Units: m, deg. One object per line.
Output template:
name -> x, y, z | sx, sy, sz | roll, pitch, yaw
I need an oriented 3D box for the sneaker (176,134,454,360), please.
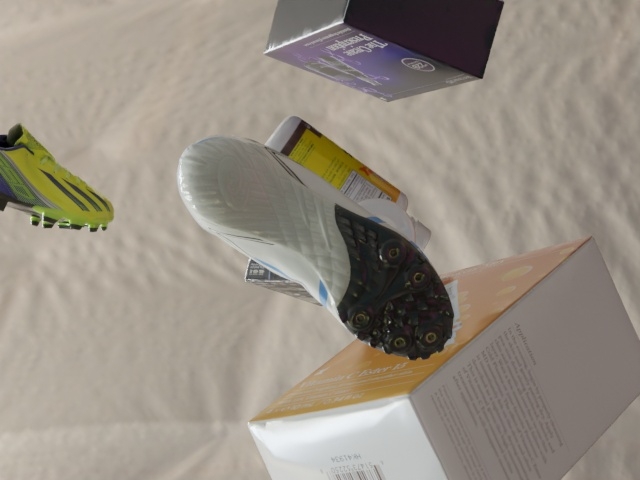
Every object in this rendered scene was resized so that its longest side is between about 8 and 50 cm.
sneaker -> 0.000, 0.000, 1.085 | 0.085, 0.237, 0.086 | -53, -176, 8

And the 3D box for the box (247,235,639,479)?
box -> 0.136, 0.156, 1.438 | 0.215, 0.168, 0.345 | -17, -169, 43

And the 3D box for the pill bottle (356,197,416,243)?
pill bottle -> 0.049, 0.000, 1.479 | 0.078, 0.078, 0.137 | -32, 180, -5

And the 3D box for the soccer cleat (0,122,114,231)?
soccer cleat -> -0.359, -0.082, 1.869 | 0.093, 0.289, 0.121 | 2, -100, 36

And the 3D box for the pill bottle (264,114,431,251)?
pill bottle -> 0.019, -0.040, 1.704 | 0.117, 0.215, 0.117 | -53, -174, 8

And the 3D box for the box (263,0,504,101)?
box -> 0.068, -0.249, 1.738 | 0.261, 0.184, 0.103 | 177, -72, -69

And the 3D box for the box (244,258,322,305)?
box -> 0.007, 0.040, 2.076 | 0.180, 0.147, 0.078 | -1, -107, 53
